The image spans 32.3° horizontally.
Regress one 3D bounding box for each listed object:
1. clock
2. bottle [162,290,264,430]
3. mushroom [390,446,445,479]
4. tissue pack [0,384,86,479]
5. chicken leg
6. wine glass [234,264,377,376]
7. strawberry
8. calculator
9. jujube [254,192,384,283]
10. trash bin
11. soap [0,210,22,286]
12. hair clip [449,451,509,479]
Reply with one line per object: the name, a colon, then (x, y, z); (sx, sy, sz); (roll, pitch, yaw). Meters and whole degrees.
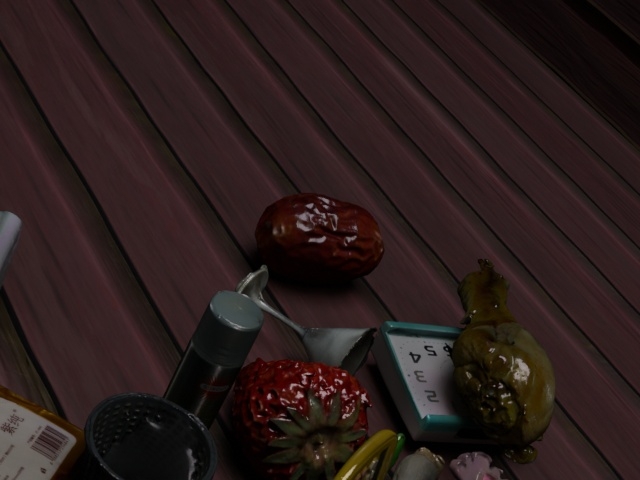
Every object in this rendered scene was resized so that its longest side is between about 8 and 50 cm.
clock: (0.231, 0.264, 1.940); (0.262, 0.116, 0.231); (7, 42, -29)
bottle: (-0.166, 0.197, 1.540); (0.082, 0.286, 0.082); (20, 31, -13)
mushroom: (0.133, 0.396, 1.664); (0.096, 0.099, 0.278); (64, 24, -16)
tissue pack: (-0.414, 0.295, 1.392); (0.183, 0.092, 0.226); (28, 32, -1)
chicken leg: (0.304, 0.178, 1.900); (0.201, 0.153, 0.429); (33, 26, -20)
wine glass: (-0.038, 0.149, 1.861); (0.232, 0.156, 0.156); (32, 31, 16)
strawberry: (-0.047, 0.252, 1.677); (0.205, 0.205, 0.244); (10, 15, -27)
calculator: (0.060, 0.353, 1.626); (0.032, 0.146, 0.235); (27, 28, 21)
jujube: (0.000, 0.000, 2.078); (0.250, 0.174, 0.174); (16, 32, -33)
trash bin: (-0.244, 0.312, 1.431); (0.175, 0.161, 0.175); (22, 31, -14)
soap: (-0.512, 0.076, 1.525); (0.115, 0.208, 0.347); (23, 30, -12)
hair clip: (0.244, 0.463, 1.658); (0.173, 0.069, 0.300); (45, 31, -27)
